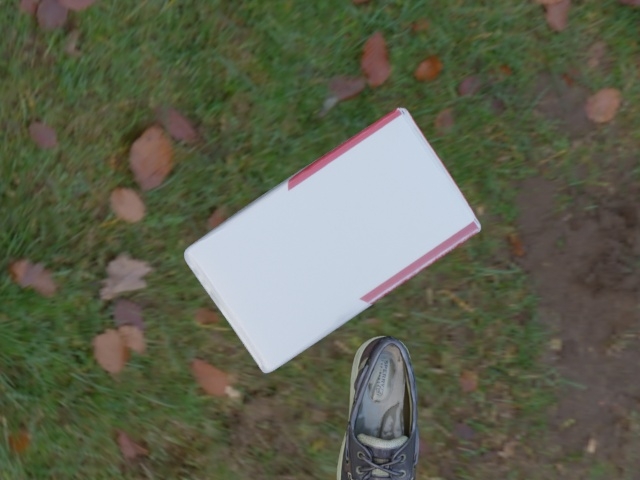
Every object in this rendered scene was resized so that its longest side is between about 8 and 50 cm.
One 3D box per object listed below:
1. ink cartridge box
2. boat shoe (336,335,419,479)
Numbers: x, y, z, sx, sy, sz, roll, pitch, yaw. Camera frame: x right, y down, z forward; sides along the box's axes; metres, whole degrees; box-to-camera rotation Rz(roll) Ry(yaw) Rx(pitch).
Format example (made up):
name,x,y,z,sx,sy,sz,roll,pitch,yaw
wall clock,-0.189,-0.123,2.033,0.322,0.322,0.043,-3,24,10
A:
name,x,y,z,sx,sy,sz,roll,pitch,yaw
ink cartridge box,0.000,0.000,1.185,0.197,0.273,0.114,-34,93,-3
boat shoe,0.039,0.139,0.985,0.056,0.049,0.152,-1,80,0
